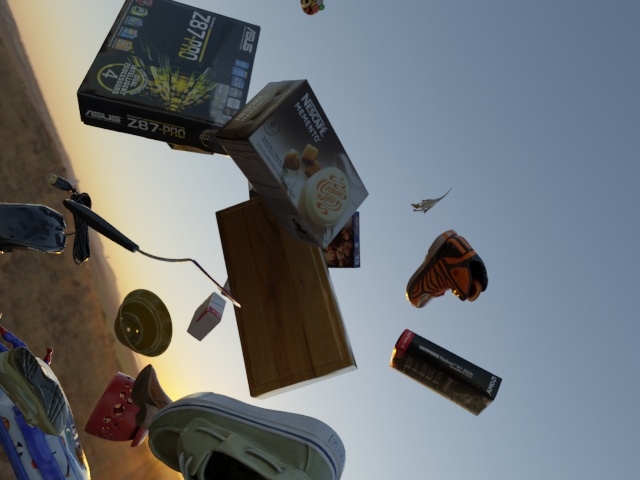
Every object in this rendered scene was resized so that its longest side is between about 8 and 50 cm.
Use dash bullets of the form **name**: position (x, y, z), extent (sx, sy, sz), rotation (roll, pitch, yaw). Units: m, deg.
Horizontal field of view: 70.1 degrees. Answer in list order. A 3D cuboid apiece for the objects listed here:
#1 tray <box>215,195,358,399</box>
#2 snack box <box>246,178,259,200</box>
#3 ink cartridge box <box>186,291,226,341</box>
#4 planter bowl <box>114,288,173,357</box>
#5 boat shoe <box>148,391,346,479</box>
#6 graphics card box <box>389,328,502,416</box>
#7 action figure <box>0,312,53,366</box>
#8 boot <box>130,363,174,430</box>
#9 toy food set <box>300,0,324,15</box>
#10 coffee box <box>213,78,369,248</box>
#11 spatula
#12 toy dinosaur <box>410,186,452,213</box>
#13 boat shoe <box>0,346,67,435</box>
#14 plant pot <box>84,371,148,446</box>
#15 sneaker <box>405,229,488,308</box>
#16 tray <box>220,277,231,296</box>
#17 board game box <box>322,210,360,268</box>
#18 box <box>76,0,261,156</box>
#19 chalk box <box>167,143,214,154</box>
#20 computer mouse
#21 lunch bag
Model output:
- **tray**: position (-0.082, 0.092, 0.947), extent (0.076, 0.203, 0.410), rotation (62, 10, -63)
- **snack box**: position (-0.173, -0.099, 1.292), extent (0.187, 0.060, 0.321), rotation (128, -43, -77)
- **ink cartridge box**: position (-0.450, 0.299, 1.818), extent (0.072, 0.127, 0.175), rotation (42, 12, -15)
- **planter bowl**: position (-0.567, 0.265, 1.413), extent (0.217, 0.091, 0.217), rotation (53, 25, -38)
- **boat shoe**: position (-0.118, 0.253, 0.549), extent (0.303, 0.094, 0.109), rotation (-10, -82, 32)
- **graphics card box**: position (0.445, 0.485, 1.674), extent (0.371, 0.094, 0.232), rotation (27, -30, 20)
- **action figure**: position (-0.840, 0.327, 1.308), extent (0.139, 0.091, 0.280), rotation (-25, -74, 26)
- **boot**: position (-0.400, 0.418, 1.167), extent (0.152, 0.073, 0.197), rotation (41, 14, -37)
- **toy food set**: position (-0.025, -0.783, 1.503), extent (0.020, 0.083, 0.083), rotation (60, 2, 32)
- **coffee box**: position (-0.037, -0.123, 0.762), extent (0.098, 0.141, 0.246), rotation (18, -29, 45)
- **spatula**: position (-0.242, 0.016, 0.663), extent (0.297, 0.030, 0.084), rotation (27, -15, -3)
- **toy dinosaur**: position (0.403, -0.135, 1.678), extent (0.053, 0.183, 0.093), rotation (67, -22, 2)
- **boat shoe**: position (-0.406, 0.216, 0.636), extent (0.056, 0.048, 0.152), rotation (-110, -174, -59)
- **plant pot**: position (-0.603, 0.531, 1.423), extent (0.174, 0.191, 0.191), rotation (26, -25, -9)
- **sneaker**: position (0.371, 0.136, 1.349), extent (0.180, 0.125, 0.321), rotation (50, -34, 31)
- **tray**: position (-0.262, 0.099, 1.681), extent (0.145, 0.270, 0.030), rotation (21, -8, 22)
- **board game box**: position (0.000, 0.000, 1.357), extent (0.244, 0.042, 0.164), rotation (-2, -91, 30)
- **box**: position (-0.318, -0.387, 1.036), extent (0.097, 0.319, 0.394), rotation (120, -21, -52)
- **chalk box**: position (-0.486, -0.456, 1.604), extent (0.289, 0.180, 0.179), rotation (45, -61, 29)
- **computer mouse**: position (-0.551, -0.058, 0.920), extent (0.262, 0.060, 0.183), rotation (32, 52, -69)
- **lunch bag**: position (-0.570, 0.385, 0.919), extent (0.243, 0.115, 0.303), rotation (-9, -77, 62)
